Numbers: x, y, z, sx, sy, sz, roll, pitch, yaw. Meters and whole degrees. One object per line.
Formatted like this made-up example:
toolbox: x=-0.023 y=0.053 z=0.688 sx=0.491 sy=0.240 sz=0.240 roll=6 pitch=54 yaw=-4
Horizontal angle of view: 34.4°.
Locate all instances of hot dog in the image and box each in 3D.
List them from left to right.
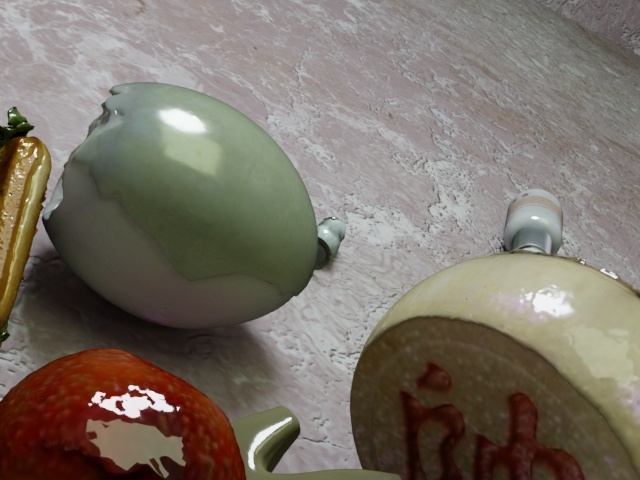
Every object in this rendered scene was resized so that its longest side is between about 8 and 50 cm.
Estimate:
hot dog: x=-0.235 y=-0.005 z=0.729 sx=0.072 sy=0.055 sz=0.188 roll=2 pitch=59 yaw=7

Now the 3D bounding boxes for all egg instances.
egg: x=-0.099 y=-0.018 z=0.814 sx=0.217 sy=0.183 sz=0.183 roll=30 pitch=27 yaw=-16

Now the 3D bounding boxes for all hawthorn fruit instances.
hawthorn fruit: x=-0.114 y=0.144 z=0.556 sx=0.173 sy=0.173 sz=0.179 roll=35 pitch=-11 yaw=5

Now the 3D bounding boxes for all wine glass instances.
wine glass: x=0.000 y=0.000 z=1.050 sx=0.083 sy=0.042 sz=0.039 roll=-53 pitch=124 yaw=-66

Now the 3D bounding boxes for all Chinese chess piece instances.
Chinese chess piece: x=0.146 y=0.140 z=0.713 sx=0.270 sy=0.270 sz=0.112 roll=43 pitch=47 yaw=20

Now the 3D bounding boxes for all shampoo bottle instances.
shampoo bottle: x=0.265 y=-0.001 z=1.291 sx=0.074 sy=0.074 sz=0.192 roll=31 pitch=29 yaw=-3

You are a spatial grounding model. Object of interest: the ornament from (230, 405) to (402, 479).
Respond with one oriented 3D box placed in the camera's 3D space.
ornament: x=0.005 y=0.196 z=0.641 sx=0.244 sy=0.061 sz=0.230 roll=2 pitch=40 yaw=12
